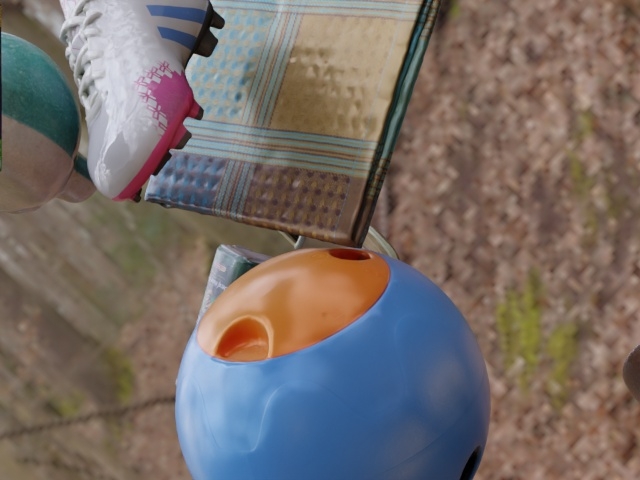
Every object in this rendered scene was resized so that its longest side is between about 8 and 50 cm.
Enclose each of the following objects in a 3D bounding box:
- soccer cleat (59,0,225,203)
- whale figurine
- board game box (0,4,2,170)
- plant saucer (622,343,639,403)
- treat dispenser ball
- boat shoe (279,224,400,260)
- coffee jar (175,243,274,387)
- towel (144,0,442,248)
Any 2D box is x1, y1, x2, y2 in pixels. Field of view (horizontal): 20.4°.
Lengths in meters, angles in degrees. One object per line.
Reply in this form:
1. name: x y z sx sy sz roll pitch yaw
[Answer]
1. soccer cleat: -0.175 -0.149 1.519 0.116 0.143 0.331 -47 18 25
2. whale figurine: -0.300 -0.104 1.632 0.272 0.216 0.141 108 180 -77
3. board game box: -0.294 -0.098 1.328 0.170 0.048 0.141 -49 -37 -68
4. plant saucer: 0.350 0.125 1.557 0.168 0.168 0.029 131 150 -49
5. treat dispenser ball: 0.011 0.148 1.620 0.288 0.288 0.288 -47 -1 -1
6. boat shoe: 0.000 0.000 1.917 0.072 0.190 0.068 -10 -54 -52
7. coffee jar: -0.100 0.103 1.992 0.096 0.079 0.184 27 100 61
8. towel: -0.011 -0.189 1.669 0.040 0.271 0.370 25 -99 -51
